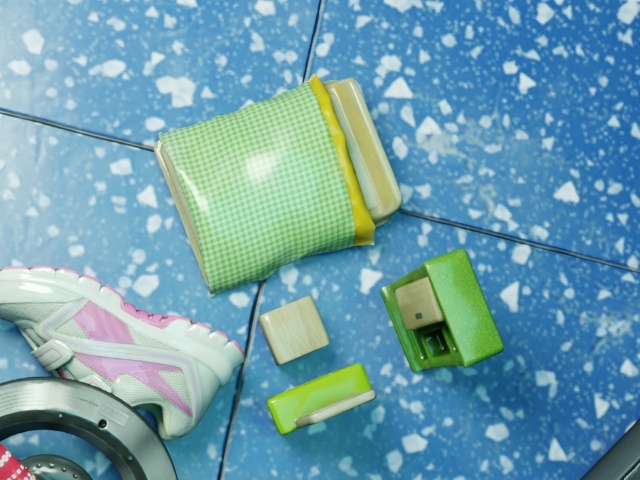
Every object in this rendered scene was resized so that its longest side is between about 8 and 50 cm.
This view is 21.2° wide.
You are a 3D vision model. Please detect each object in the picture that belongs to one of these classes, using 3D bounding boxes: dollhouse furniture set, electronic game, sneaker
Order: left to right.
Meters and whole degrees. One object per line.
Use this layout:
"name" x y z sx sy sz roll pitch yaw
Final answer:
"electronic game" -0.234 0.226 1.459 0.229 0.048 0.229 0 104 -1
"sneaker" -0.197 0.099 1.488 0.252 0.103 0.111 22 76 -8
"dollhouse furniture set" 0.000 0.000 1.521 0.198 0.151 0.301 -21 87 -15

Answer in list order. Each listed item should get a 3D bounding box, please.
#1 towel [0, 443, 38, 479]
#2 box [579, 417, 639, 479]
"towel" -0.355 0.210 1.401 0.199 0.031 0.275 -40 106 7
"box" 0.357 0.262 1.589 0.153 0.108 0.207 -41 92 -15
